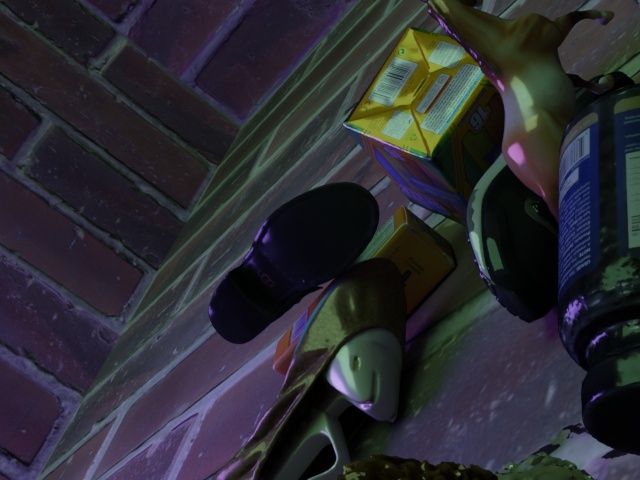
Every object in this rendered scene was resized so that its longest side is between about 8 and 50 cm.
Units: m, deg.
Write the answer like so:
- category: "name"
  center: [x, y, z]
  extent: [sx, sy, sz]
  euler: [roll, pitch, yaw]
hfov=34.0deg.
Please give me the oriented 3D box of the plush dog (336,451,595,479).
- category: "plush dog"
  center: [0.075, 0.210, 0.536]
  extent: [0.210, 0.262, 0.225]
  euler: [42, 107, 43]

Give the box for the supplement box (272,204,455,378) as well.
- category: "supplement box"
  center: [0.047, 0.074, 1.190]
  extent: [0.233, 0.078, 0.080]
  euler: [-47, 11, 18]

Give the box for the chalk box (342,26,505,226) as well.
- category: "chalk box"
  center: [0.150, -0.099, 1.095]
  extent: [0.132, 0.213, 0.132]
  euler: [27, 80, 43]

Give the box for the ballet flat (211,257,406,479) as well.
- category: "ballet flat"
  center: [0.003, 0.179, 1.037]
  extent: [0.342, 0.116, 0.124]
  euler: [-54, 34, -4]

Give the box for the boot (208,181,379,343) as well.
- category: "boot"
  center: [0.000, 0.000, 1.167]
  extent: [0.263, 0.091, 0.229]
  euler: [-40, -4, 32]

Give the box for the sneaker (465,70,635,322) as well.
- category: "sneaker"
  center: [0.217, -0.057, 0.914]
  extent: [0.124, 0.107, 0.283]
  euler: [-31, 24, 42]

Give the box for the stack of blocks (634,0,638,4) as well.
- category: "stack of blocks"
  center: [0.409, -0.421, 1.220]
  extent: [0.171, 0.087, 0.297]
  euler: [-42, 17, 37]

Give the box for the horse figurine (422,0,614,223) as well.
- category: "horse figurine"
  center: [0.189, -0.100, 0.829]
  extent: [0.066, 0.174, 0.263]
  euler: [-39, 57, 51]

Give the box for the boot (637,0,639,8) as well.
- category: "boot"
  center: [0.325, -0.181, 0.873]
  extent: [0.262, 0.095, 0.203]
  euler: [-52, 14, -7]

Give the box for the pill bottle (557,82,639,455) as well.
- category: "pill bottle"
  center: [0.211, 0.016, 0.657]
  extent: [0.123, 0.122, 0.219]
  euler: [-38, 33, 46]
